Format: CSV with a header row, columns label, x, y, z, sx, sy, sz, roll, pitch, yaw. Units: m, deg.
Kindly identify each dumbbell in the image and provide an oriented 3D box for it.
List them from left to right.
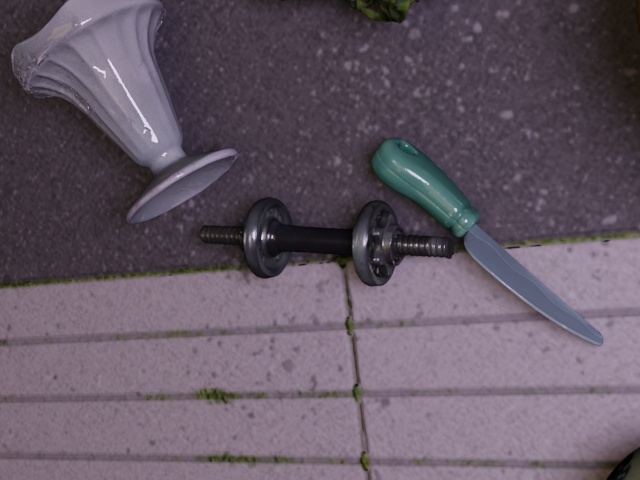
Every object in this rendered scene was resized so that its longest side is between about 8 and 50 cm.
label,x,y,z,sx,sy,sz,roll,pitch,yaw
dumbbell,0.000,0.000,0.962,0.254,0.081,0.082,3,97,25

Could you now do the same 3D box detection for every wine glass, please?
label,x,y,z,sx,sy,sz,roll,pitch,yaw
wine glass,-0.184,-0.128,1.001,0.165,0.165,0.196,-33,85,25

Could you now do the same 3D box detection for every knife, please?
label,x,y,z,sx,sy,sz,roll,pitch,yaw
knife,0.143,0.003,0.903,0.260,0.063,0.034,44,117,15

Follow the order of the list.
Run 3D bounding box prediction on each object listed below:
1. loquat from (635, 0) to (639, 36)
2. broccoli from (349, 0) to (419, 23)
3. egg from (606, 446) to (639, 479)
label,x,y,z,sx,sy,sz,roll,pitch,yaw
loquat,0.357,-0.158,0.626,0.328,0.359,0.328,8,110,22
broccoli,0.017,-0.309,0.832,0.288,0.245,0.248,-38,70,19
egg,0.316,0.244,0.784,0.228,0.177,0.177,32,109,4
